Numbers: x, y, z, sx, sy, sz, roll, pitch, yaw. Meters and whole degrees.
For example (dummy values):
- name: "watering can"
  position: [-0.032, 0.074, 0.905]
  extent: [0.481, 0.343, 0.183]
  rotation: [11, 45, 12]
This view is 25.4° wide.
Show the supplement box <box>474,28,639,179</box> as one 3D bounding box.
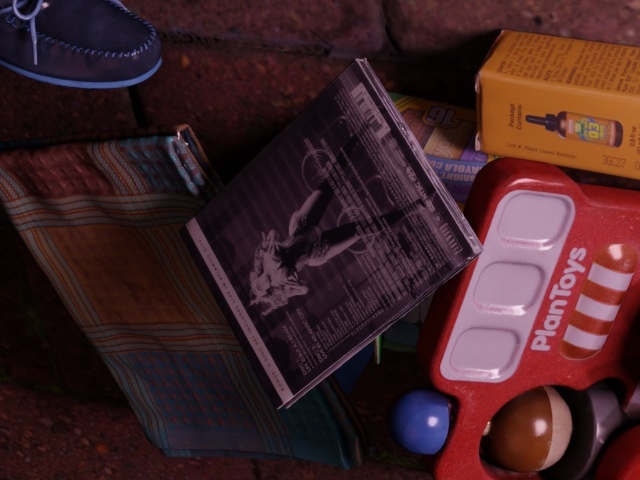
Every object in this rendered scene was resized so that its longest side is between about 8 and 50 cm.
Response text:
- name: "supplement box"
  position: [0.234, -0.094, 1.039]
  extent: [0.234, 0.080, 0.078]
  rotation: [10, 132, 17]

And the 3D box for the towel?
- name: "towel"
  position: [-0.132, 0.061, 1.250]
  extent: [0.271, 0.040, 0.370]
  rotation: [-2, 128, 39]

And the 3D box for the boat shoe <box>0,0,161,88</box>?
- name: "boat shoe"
  position: [-0.255, -0.200, 1.182]
  extent: [0.258, 0.109, 0.089]
  rotation: [17, 132, 11]

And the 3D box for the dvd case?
- name: "dvd case"
  position: [0.000, 0.000, 1.031]
  extent: [0.221, 0.018, 0.164]
  rotation: [-41, 71, 34]

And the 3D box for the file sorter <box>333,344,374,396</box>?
- name: "file sorter"
  position: [-0.030, 0.044, 1.279]
  extent: [0.105, 0.118, 0.170]
  rotation: [-7, 126, 38]

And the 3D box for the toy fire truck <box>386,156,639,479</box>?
- name: "toy fire truck"
  position: [0.182, 0.089, 1.062]
  extent: [0.254, 0.169, 0.302]
  rotation: [8, 117, -22]

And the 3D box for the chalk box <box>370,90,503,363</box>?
- name: "chalk box"
  position: [0.067, 0.001, 1.115]
  extent: [0.132, 0.213, 0.132]
  rotation: [14, 133, 18]
